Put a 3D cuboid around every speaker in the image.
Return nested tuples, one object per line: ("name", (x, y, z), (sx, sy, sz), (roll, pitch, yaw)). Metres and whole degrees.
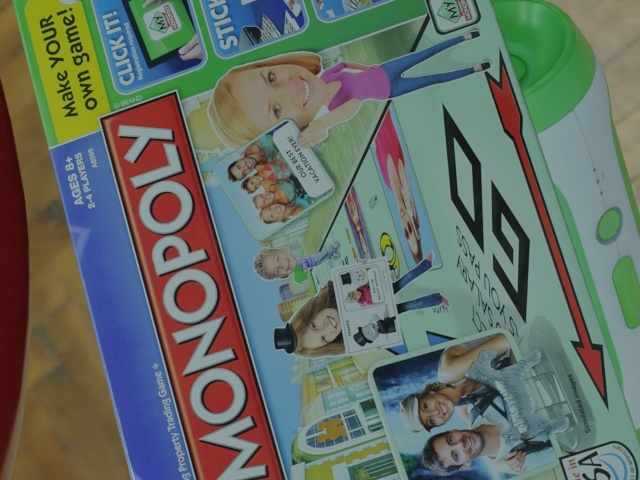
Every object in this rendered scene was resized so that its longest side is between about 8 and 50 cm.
("speaker", (0.138, -0.001, 1.199), (0.131, 0.131, 0.296), (3, 135, 29))

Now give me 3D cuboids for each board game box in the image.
("board game box", (0.000, 0.000, 0.872), (0.213, 0.046, 0.317), (-19, 72, 5))

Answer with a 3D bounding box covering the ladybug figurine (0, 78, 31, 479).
("ladybug figurine", (-0.239, -0.010, 0.693), (0.162, 0.305, 0.449), (-29, 72, 59))
